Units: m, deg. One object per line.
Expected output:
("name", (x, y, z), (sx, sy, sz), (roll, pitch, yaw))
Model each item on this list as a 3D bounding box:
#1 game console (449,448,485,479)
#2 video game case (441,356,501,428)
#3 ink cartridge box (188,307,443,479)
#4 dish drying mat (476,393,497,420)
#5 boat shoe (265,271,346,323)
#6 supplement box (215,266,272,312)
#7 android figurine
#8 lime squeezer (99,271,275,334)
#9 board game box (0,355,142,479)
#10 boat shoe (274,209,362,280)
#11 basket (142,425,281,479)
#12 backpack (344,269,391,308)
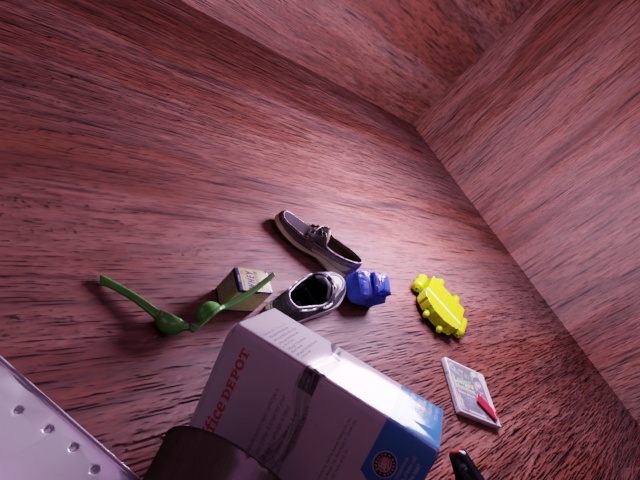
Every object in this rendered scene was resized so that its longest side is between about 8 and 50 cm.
("game console", (0.368, 0.594, 0.737), (0.386, 0.060, 0.342), (57, 0, 42))
("video game case", (0.455, 0.461, 1.237), (0.191, 0.022, 0.173), (29, 35, -25))
("ink cartridge box", (-0.014, 0.275, 0.595), (0.308, 0.223, 0.129), (28, 11, 16))
("dish drying mat", (0.497, 0.497, 1.216), (0.083, 0.008, 0.032), (48, 32, 2))
("boat shoe", (-0.008, 0.125, 1.004), (0.301, 0.102, 0.108), (-12, 63, -55))
("supplement box", (-0.162, 0.106, 0.861), (0.083, 0.083, 0.056), (12, 45, -42))
("android figurine", (0.421, 0.229, 1.434), (0.248, 0.056, 0.273), (48, 31, 4))
("lime squeezer", (-0.234, 0.117, 0.753), (0.311, 0.058, 0.109), (0, 56, -19))
("board game box", (-0.376, 0.340, 0.371), (0.390, 0.050, 0.390), (43, 31, -3))
("boat shoe", (0.000, 0.000, 1.166), (0.285, 0.092, 0.102), (41, 30, -10))
("basket", (-0.151, 0.357, 0.432), (0.204, 0.154, 0.227), (37, 35, -1))
("backpack", (0.132, 0.128, 1.152), (0.120, 0.101, 0.097), (17, 52, -42))
